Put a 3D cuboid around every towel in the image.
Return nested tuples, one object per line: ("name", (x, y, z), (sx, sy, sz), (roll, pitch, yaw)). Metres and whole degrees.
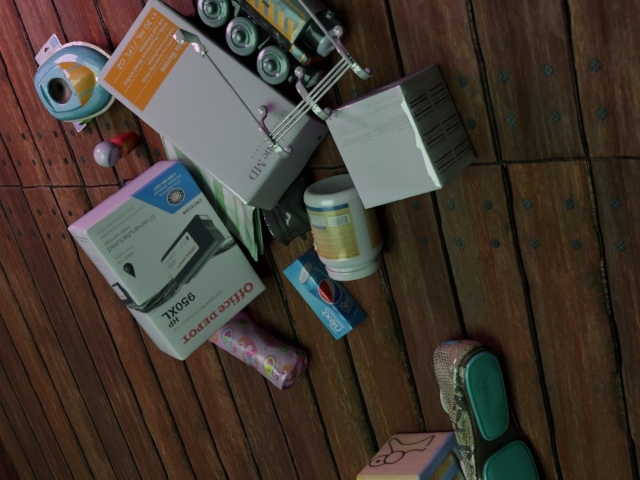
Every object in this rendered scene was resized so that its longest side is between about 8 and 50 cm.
("towel", (-0.258, -0.111, 1.951), (0.325, 0.038, 0.248), (42, 158, 21))

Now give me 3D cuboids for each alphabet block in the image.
("alphabet block", (0.240, 0.586, 1.947), (0.197, 0.192, 0.193), (-15, 103, 45))

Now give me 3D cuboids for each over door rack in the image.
("over door rack", (-0.082, -0.352, 1.541), (0.239, 0.108, 0.324), (-43, 84, 21))

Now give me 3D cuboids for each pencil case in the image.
("pencil case", (-0.169, 0.276, 2.148), (0.284, 0.124, 0.124), (32, 132, 22))

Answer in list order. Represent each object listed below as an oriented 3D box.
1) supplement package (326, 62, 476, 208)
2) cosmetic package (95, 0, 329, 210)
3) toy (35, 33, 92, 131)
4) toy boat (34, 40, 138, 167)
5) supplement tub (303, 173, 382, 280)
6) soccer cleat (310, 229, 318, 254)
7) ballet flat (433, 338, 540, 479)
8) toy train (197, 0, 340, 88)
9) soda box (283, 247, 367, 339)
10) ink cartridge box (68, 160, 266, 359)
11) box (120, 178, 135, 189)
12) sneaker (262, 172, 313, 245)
("supplement package", (0.153, -0.197, 1.564), (0.194, 0.149, 0.203), (-14, 106, 44))
("cosmetic package", (-0.231, -0.291, 1.751), (0.453, 0.161, 0.230), (39, 99, 14))
("toy", (-0.699, -0.417, 2.201), (0.137, 0.056, 0.237), (-28, 96, 44))
("toy boat", (-0.584, -0.342, 2.070), (0.267, 0.148, 0.318), (-23, 104, 32))
("supplement tub", (0.053, -0.029, 1.754), (0.144, 0.144, 0.200), (4, 117, 38))
("soccer cleat", (0.000, 0.000, 1.900), (0.035, 0.029, 0.083), (-3, 109, 45))
("ballet flat", (0.360, 0.436, 1.804), (0.182, 0.164, 0.483), (1, 112, 63))
("toy train", (-0.104, -0.460, 1.635), (0.334, 0.142, 0.190), (45, 126, 9))
("soda box", (0.010, 0.126, 1.941), (0.210, 0.067, 0.071), (51, 136, 2))
("ink cartridge box", (-0.362, 0.046, 1.976), (0.166, 0.285, 0.395), (8, 135, 60))
("box", (-0.496, 0.002, 2.212), (0.216, 0.060, 0.270), (-119, 32, -43))
("sneaker", (-0.090, -0.136, 1.847), (0.130, 0.109, 0.286), (-25, 83, 10))
